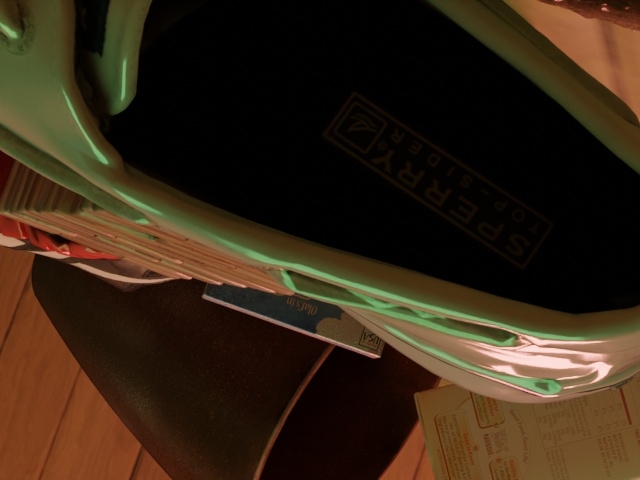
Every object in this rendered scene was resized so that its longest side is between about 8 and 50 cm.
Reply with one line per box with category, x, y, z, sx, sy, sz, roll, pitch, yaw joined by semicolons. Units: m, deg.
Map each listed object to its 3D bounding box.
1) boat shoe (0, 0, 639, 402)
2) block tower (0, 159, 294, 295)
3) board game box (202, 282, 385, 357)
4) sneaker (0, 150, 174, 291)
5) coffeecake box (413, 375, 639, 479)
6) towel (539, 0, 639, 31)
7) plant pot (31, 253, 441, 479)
boat shoe;-0.038;-0.049;0.369;0.267;0.096;0.088;35;174;6
block tower;-0.039;-0.036;0.640;0.097;0.091;0.335;21;174;-18
board game box;0.000;0.000;0.826;0.090;0.090;0.020;19;174;-6
sneaker;-0.143;-0.032;0.937;0.276;0.097;0.135;12;168;40
coffeecake box;0.151;0.088;0.838;0.185;0.068;0.142;-15;167;8
towel;0.075;-0.064;0.348;0.148;0.027;0.110;18;174;9
plant pot;-0.065;0.053;1.097;0.230;0.215;0.215;32;179;24
